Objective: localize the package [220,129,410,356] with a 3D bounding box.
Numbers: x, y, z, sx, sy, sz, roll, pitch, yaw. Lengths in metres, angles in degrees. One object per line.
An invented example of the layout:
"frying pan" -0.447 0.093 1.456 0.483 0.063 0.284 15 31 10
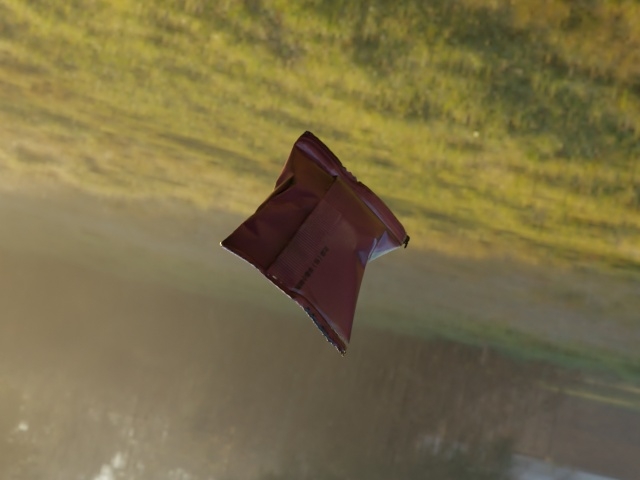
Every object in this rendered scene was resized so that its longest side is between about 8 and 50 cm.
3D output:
"package" 0.000 0.000 0.416 0.059 0.083 0.029 43 126 -7
